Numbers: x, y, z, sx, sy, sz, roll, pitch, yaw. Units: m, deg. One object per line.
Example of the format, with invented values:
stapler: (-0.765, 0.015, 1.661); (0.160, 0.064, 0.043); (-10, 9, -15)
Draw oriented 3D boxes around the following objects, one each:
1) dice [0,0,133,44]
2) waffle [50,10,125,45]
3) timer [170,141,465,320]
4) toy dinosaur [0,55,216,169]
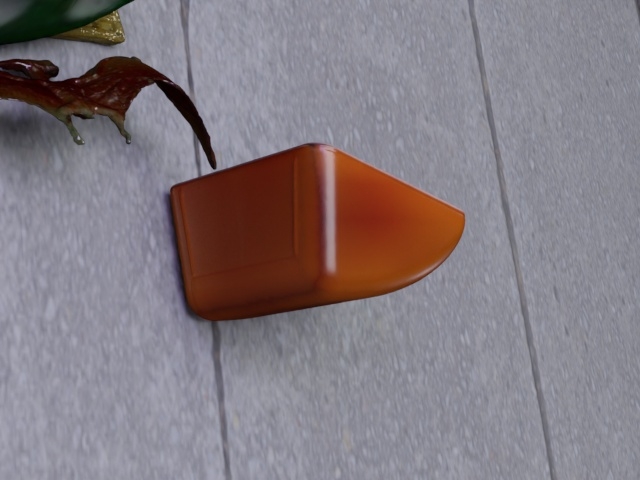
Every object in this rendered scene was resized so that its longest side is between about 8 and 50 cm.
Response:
dice: (-0.291, -0.383, 1.095); (0.300, 0.287, 0.297); (-18, 81, -46)
waffle: (-0.288, -0.266, 1.262); (0.153, 0.023, 0.097); (-6, 76, -48)
timer: (0.000, 0.000, 1.296); (0.250, 0.257, 0.161); (2, 79, -46)
toy dinosaur: (-0.268, -0.112, 1.138); (0.327, 0.207, 0.112); (-34, 139, -55)
